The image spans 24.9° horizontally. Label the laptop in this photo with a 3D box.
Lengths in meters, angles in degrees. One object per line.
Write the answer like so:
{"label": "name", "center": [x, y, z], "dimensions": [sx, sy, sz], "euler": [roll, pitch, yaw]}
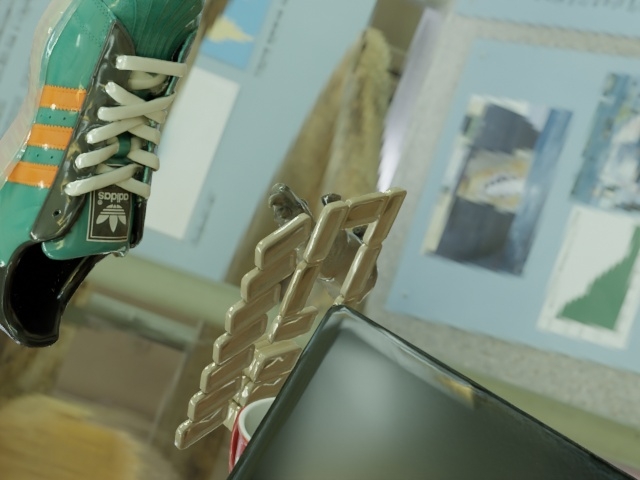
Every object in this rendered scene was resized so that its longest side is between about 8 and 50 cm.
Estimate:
{"label": "laptop", "center": [0.103, 0.312, 1.010], "dimensions": [0.236, 0.408, 0.382], "euler": [32, 91, 41]}

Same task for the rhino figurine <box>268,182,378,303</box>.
{"label": "rhino figurine", "center": [0.000, 0.000, 1.677], "dimensions": [0.073, 0.243, 0.106], "euler": [-18, 63, 19]}

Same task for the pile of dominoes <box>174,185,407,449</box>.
{"label": "pile of dominoes", "center": [-0.037, 0.061, 1.289], "dimensions": [0.196, 0.040, 0.251], "euler": [-13, -47, -52]}

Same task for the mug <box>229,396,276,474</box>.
{"label": "mug", "center": [-0.024, 0.218, 1.160], "dimensions": [0.150, 0.113, 0.169], "euler": [-92, 13, -70]}

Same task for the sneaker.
{"label": "sneaker", "center": [-0.147, -0.057, 0.972], "dimensions": [0.121, 0.108, 0.302], "euler": [53, 123, 33]}
